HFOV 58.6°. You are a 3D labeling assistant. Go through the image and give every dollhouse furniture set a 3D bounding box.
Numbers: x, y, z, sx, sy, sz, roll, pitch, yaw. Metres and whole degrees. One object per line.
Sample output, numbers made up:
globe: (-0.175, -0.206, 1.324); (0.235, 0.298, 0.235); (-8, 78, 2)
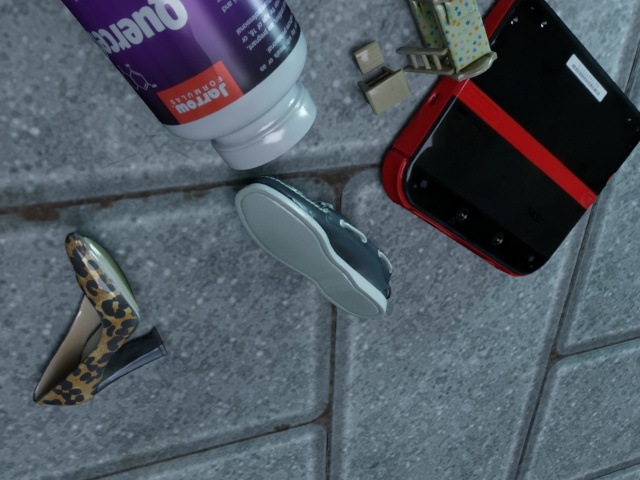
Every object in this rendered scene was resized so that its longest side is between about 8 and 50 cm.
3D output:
dollhouse furniture set: (0.103, -0.266, 0.691); (0.161, 0.101, 0.181); (-33, 125, -1)

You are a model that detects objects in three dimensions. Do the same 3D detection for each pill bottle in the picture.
pill bottle: (-0.134, -0.229, 0.567); (0.182, 0.181, 0.323); (-36, 125, 0)

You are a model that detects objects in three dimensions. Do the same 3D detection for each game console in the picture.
game console: (0.309, -0.137, 0.887); (0.387, 0.060, 0.342); (28, 100, -33)

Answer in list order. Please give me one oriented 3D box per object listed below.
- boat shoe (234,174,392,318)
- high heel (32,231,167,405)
boat shoe: (0.000, 0.000, 0.815); (0.114, 0.091, 0.302); (-9, 138, 37)
high heel: (-0.327, 0.116, 0.739); (0.186, 0.093, 0.261); (-26, 134, -14)
